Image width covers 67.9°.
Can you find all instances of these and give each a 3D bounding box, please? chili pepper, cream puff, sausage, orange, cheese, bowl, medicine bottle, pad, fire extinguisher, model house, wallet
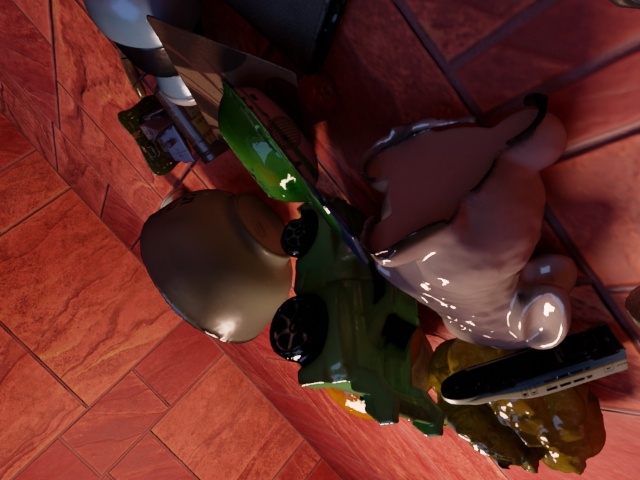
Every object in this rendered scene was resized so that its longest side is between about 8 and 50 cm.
[{"bbox_3d":[-0.028,-0.202,0.687,0.123,0.070,0.073,8,119,53],"label":"chili pepper"},{"bbox_3d":[0.293,0.269,0.767,0.282,0.185,0.282,35,149,25],"label":"cream puff"},{"bbox_3d":[-0.417,-0.369,1.053,0.024,0.024,0.132,30,149,28],"label":"sausage"},{"bbox_3d":[0.105,0.225,0.923,0.240,0.240,0.240,34,151,21],"label":"orange"},{"bbox_3d":[-0.041,-0.093,0.616,0.320,0.083,0.204,48,175,29],"label":"cheese"},{"bbox_3d":[-0.180,0.021,1.013,0.185,0.354,0.354,-39,97,20],"label":"bowl"},{"bbox_3d":[-0.357,-0.059,1.338,0.183,0.086,0.086,42,153,7],"label":"medicine bottle"},{"bbox_3d":[-0.114,-0.193,0.730,0.220,0.004,0.330,25,167,11],"label":"pad"},{"bbox_3d":[-0.283,-0.262,0.923,0.252,0.106,0.075,54,-174,-16],"label":"fire extinguisher"},{"bbox_3d":[-0.339,-0.231,1.042,0.088,0.117,0.167,8,133,45],"label":"model house"},{"bbox_3d":[-0.119,-0.383,0.583,0.379,0.046,0.191,42,153,8],"label":"wallet"}]

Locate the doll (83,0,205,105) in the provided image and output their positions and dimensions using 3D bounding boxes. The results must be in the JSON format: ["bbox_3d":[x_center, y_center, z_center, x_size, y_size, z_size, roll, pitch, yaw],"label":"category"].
[{"bbox_3d":[-0.245,-0.325,0.724,0.177,0.141,0.314,23,167,14],"label":"doll"}]

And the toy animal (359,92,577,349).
[{"bbox_3d":[0.200,0.021,0.585,0.257,0.194,0.357,-15,136,34],"label":"toy animal"}]

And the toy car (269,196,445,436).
[{"bbox_3d":[0.060,0.101,0.712,0.176,0.359,0.213,-20,143,33],"label":"toy car"}]

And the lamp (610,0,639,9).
[{"bbox_3d":[0.203,-0.235,0.146,0.272,0.205,0.374,38,164,5],"label":"lamp"}]

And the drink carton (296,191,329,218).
[{"bbox_3d":[0.000,0.000,0.926,0.084,0.074,0.200,33,150,24],"label":"drink carton"}]

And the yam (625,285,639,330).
[{"bbox_3d":[0.433,0.154,0.507,0.259,0.093,0.093,52,153,-14],"label":"yam"}]

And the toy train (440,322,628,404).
[{"bbox_3d":[0.279,0.179,0.638,0.051,0.233,0.052,59,-166,-30],"label":"toy train"}]
